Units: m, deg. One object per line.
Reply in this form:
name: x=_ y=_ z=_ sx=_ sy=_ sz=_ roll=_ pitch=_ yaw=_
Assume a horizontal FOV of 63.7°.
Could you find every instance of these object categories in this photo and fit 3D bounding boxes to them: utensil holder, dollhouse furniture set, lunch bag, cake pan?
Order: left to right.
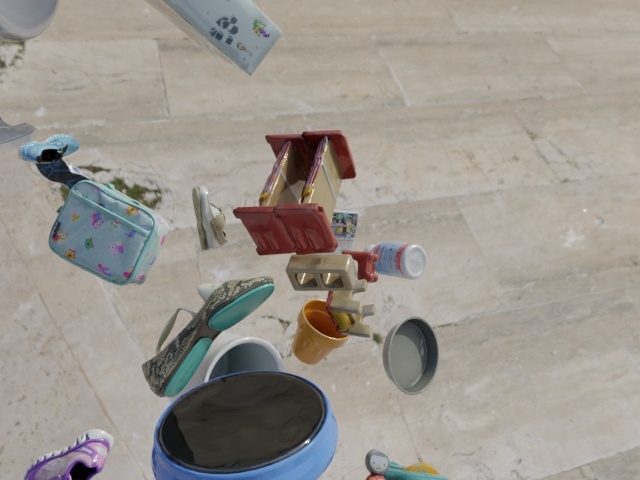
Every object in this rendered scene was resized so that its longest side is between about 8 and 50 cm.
lunch bag: x=-0.553 y=-0.025 z=1.341 sx=0.279 sy=0.108 sz=0.224 roll=26 pitch=92 yaw=9
utensil holder: x=-0.368 y=0.488 z=1.869 sx=0.328 sy=0.385 sz=0.327 roll=0 pitch=90 yaw=-39
dollhouse furniture set: x=0.000 y=0.000 z=0.982 sx=0.152 sy=0.374 sz=0.201 roll=-1 pitch=47 yaw=21
cake pan: x=0.341 y=0.434 z=1.957 sx=0.293 sy=0.054 sz=0.293 roll=6 pitch=81 yaw=-39

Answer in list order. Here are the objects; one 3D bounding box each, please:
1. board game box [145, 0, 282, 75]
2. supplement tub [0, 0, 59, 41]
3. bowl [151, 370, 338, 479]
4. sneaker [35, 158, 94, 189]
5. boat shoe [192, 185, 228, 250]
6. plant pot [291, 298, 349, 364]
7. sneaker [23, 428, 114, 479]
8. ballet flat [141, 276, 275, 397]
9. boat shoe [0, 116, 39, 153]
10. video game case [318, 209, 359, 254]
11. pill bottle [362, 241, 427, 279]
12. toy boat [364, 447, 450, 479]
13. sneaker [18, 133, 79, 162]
board game box: x=-0.232 y=-0.410 z=0.816 sx=0.097 sy=0.303 sz=0.224 roll=-53 pitch=38 yaw=4
supplement tub: x=-0.564 y=-0.383 z=0.700 sx=0.338 sy=0.207 sz=0.207 roll=5 pitch=55 yaw=8
bowl: x=-0.159 y=0.398 z=1.088 sx=0.391 sy=0.077 sz=0.391 roll=-4 pitch=16 yaw=1
sneaker: x=-0.804 y=-0.205 z=1.629 sx=0.211 sy=0.081 sz=0.080 roll=40 pitch=84 yaw=-12
boat shoe: x=-0.389 y=-0.084 z=1.821 sx=0.103 sy=0.302 sz=0.113 roll=-11 pitch=55 yaw=-14
plant pot: x=-0.013 y=0.357 z=1.932 sx=0.205 sy=0.188 sz=0.205 roll=22 pitch=29 yaw=-13
sneaker: x=-0.591 y=0.541 z=1.194 sx=0.236 sy=0.095 sz=0.104 roll=-33 pitch=37 yaw=3
ballet flat: x=-0.359 y=0.246 z=1.553 sx=0.182 sy=0.164 sz=0.483 roll=41 pitch=85 yaw=24
boat shoe: x=-0.523 y=-0.168 z=0.815 sx=0.066 sy=0.063 sz=0.184 roll=-7 pitch=23 yaw=18
video game case: x=0.065 y=-0.030 z=2.059 sx=0.201 sy=0.183 sz=0.023 roll=1 pitch=12 yaw=-43
pill bottle: x=0.181 y=0.047 z=1.293 sx=0.087 sy=0.160 sz=0.087 roll=-3 pitch=95 yaw=-37
toy boat: x=0.226 y=0.666 z=1.433 sx=0.318 sy=0.268 sz=0.148 roll=29 pitch=61 yaw=-44
sneaker: x=-0.663 y=-0.218 z=1.284 sx=0.073 sy=0.063 sz=0.162 roll=24 pitch=29 yaw=13
